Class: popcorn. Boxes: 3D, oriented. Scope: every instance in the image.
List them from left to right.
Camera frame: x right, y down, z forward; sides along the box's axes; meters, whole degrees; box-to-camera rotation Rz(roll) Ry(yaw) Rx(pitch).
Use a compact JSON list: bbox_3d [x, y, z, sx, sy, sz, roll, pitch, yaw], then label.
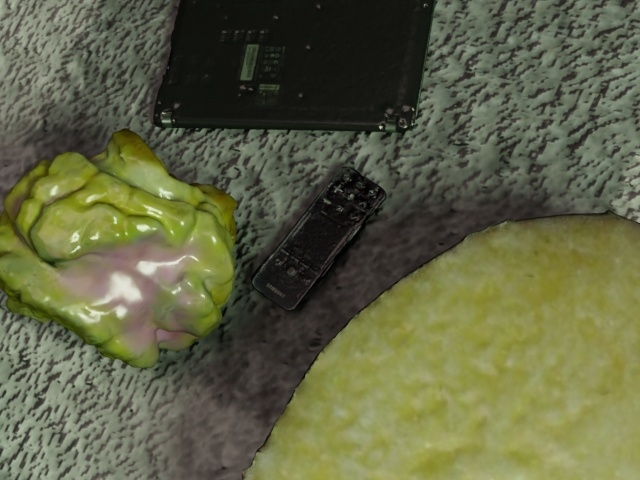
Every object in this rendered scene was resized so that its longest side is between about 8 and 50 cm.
[{"bbox_3d":[-0.120,0.006,0.900,0.145,0.125,0.126,3,48,6],"label":"popcorn"}]

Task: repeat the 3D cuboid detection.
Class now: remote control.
[{"bbox_3d":[0.000,0.000,0.920,0.039,0.014,0.096,35,82,29],"label":"remote control"}]

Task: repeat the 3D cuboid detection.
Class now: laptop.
[{"bbox_3d":[-0.016,-0.129,0.980,0.180,0.016,0.129,3,70,21],"label":"laptop"}]

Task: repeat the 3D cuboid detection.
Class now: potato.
[{"bbox_3d":[0.103,0.134,0.769,0.239,0.116,0.299,35,73,23],"label":"potato"}]
